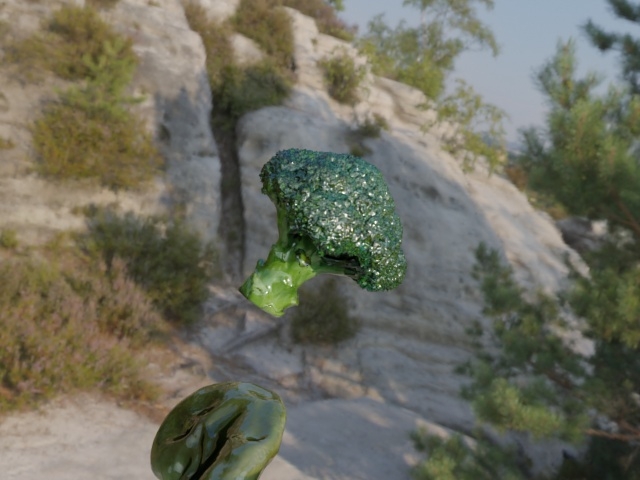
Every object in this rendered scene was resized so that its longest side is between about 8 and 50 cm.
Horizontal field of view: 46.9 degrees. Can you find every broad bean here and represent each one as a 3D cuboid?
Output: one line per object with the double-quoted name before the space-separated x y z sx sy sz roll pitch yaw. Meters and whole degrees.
"broad bean" -0.090 0.195 0.650 0.072 0.153 0.206 38 -9 -19

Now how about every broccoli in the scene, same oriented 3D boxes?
"broccoli" 0.000 0.000 1.189 0.297 0.297 0.297 36 5 -3
